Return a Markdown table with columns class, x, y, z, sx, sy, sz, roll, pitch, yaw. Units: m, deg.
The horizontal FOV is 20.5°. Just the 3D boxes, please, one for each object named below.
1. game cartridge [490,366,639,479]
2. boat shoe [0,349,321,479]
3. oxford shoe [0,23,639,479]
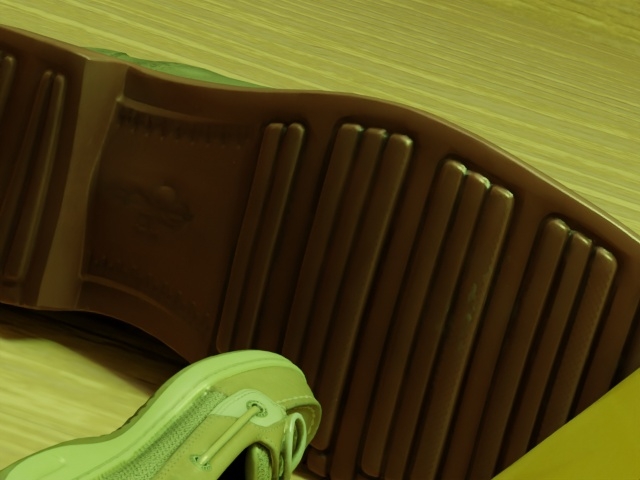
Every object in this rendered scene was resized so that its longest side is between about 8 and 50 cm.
| class | x | y | z | sx | sy | sz | roll | pitch | yaw |
| --- | --- | --- | --- | --- | --- | --- | --- | --- | --- |
| game cartridge | 0.192 | 0.036 | 0.384 | 0.053 | 0.323 | 0.285 | 52 | 8 | -15 |
| boat shoe | -0.036 | 0.070 | 0.459 | 0.048 | 0.056 | 0.153 | 33 | 20 | 18 |
| oxford shoe | 0.000 | 0.000 | 0.628 | 0.348 | 0.123 | 0.130 | 24 | 10 | 19 |
